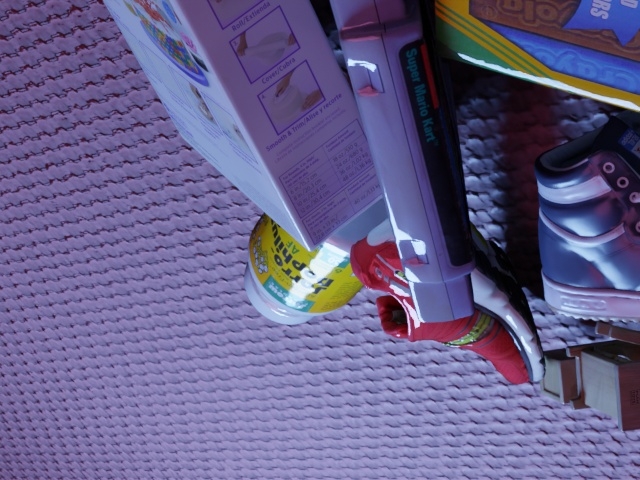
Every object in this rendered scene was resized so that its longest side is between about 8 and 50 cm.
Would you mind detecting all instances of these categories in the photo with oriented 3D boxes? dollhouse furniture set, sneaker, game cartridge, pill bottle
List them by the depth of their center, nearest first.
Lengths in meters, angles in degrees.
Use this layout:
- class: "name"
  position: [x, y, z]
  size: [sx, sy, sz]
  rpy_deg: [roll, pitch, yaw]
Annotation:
- class: "game cartridge"
  position: [0.059, -0.131, 1.124]
  size: [0.068, 0.230, 0.355]
  rpy_deg: [-13, 137, 5]
- class: "sneaker"
  position: [0.293, -0.020, 1.185]
  size: [0.282, 0.099, 0.153]
  rpy_deg: [-1, 116, 28]
- class: "sneaker"
  position: [0.111, 0.053, 1.381]
  size: [0.118, 0.107, 0.279]
  rpy_deg: [-27, 139, 15]
- class: "dollhouse furniture set"
  position: [0.271, 0.068, 1.396]
  size: [0.182, 0.101, 0.160]
  rpy_deg: [-160, 64, -75]
- class: "pill bottle"
  position: [0.000, 0.000, 1.449]
  size: [0.118, 0.117, 0.208]
  rpy_deg: [33, 148, -4]

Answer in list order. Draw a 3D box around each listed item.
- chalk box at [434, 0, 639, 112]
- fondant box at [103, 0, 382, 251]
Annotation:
- class: "chalk box"
  position: [0.231, -0.190, 0.940]
  size: [0.289, 0.180, 0.179]
  rpy_deg: [20, 146, 19]
- class: "fondant box"
  position: [-0.089, -0.176, 1.207]
  size: [0.238, 0.096, 0.330]
  rpy_deg: [41, 165, 48]
